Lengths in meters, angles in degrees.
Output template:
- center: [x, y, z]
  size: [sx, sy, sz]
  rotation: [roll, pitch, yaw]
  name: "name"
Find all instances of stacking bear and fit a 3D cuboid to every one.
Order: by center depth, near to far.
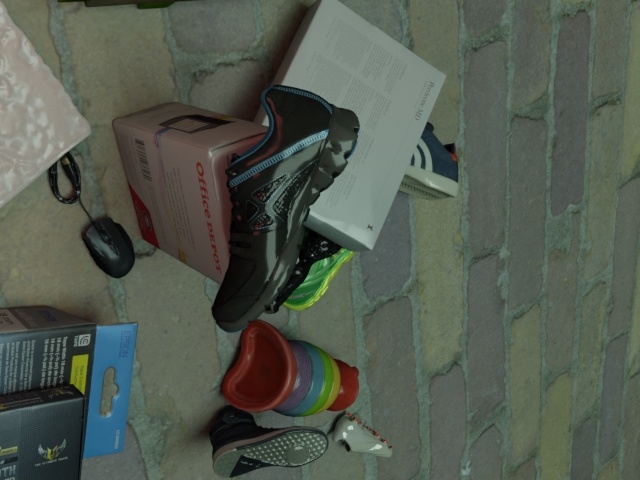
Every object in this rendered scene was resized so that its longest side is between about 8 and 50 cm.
- center: [-0.030, 0.286, 1.564]
  size: [0.289, 0.164, 0.176]
  rotation: [23, 89, -48]
  name: "stacking bear"

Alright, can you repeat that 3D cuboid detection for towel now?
- center: [-0.522, -0.184, 1.024]
  size: [0.317, 0.053, 0.332]
  rotation: [-45, 130, -22]
  name: "towel"

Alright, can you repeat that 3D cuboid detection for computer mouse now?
- center: [-0.364, -0.036, 1.224]
  size: [0.071, 0.041, 0.242]
  rotation: [-40, 127, -24]
  name: "computer mouse"

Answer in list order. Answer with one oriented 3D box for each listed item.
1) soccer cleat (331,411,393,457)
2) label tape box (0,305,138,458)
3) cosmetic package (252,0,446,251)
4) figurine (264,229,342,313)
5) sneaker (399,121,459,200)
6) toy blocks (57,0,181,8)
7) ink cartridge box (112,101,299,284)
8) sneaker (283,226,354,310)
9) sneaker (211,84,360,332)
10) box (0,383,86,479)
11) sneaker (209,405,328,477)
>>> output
- center: [0.098, 0.478, 1.804]
  size: [0.196, 0.068, 0.076]
  rotation: [42, 81, -35]
  name: "soccer cleat"
- center: [-0.469, 0.233, 1.177]
  size: [0.333, 0.105, 0.241]
  rotation: [-1, 106, -42]
  name: "label tape box"
- center: [0.035, -0.209, 1.386]
  size: [0.284, 0.097, 0.378]
  rotation: [29, 76, -18]
  name: "cosmetic package"
- center: [-0.082, -0.010, 1.410]
  size: [0.209, 0.092, 0.215]
  rotation: [-41, 100, -23]
  name: "figurine"
- center: [0.162, -0.196, 1.598]
  size: [0.350, 0.131, 0.148]
  rotation: [18, 76, -41]
  name: "sneaker"
- center: [-0.219, -0.495, 1.121]
  size: [0.381, 0.190, 0.261]
  rotation: [-13, 100, -28]
  name: "toy blocks"
- center: [-0.183, -0.079, 1.188]
  size: [0.131, 0.306, 0.226]
  rotation: [-25, 121, -33]
  name: "ink cartridge box"
- center: [0.000, 0.000, 1.516]
  size: [0.123, 0.109, 0.296]
  rotation: [41, 75, -43]
  name: "sneaker"
- center: [-0.080, -0.043, 1.024]
  size: [0.139, 0.125, 0.341]
  rotation: [25, 90, -16]
  name: "sneaker"
- center: [-0.464, 0.318, 1.098]
  size: [0.232, 0.059, 0.184]
  rotation: [-3, 106, -41]
  name: "box"
- center: [-0.108, 0.380, 1.499]
  size: [0.226, 0.163, 0.086]
  rotation: [-5, 106, -13]
  name: "sneaker"
